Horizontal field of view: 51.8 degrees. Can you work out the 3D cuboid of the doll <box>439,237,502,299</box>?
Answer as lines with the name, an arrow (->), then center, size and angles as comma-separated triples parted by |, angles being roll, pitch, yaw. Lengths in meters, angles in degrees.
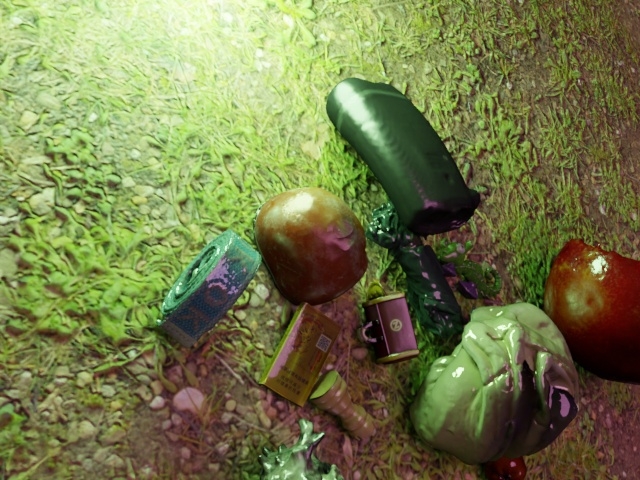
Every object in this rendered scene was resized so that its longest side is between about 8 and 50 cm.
doll -> 0.320, 0.061, 1.411 | 0.190, 0.050, 0.115 | 41, 62, -19

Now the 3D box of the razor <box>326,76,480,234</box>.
razor -> 0.160, -0.169, 1.271 | 0.204, 0.113, 0.349 | -8, 57, -44

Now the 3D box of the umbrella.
umbrella -> 0.203, 0.082, 1.290 | 0.143, 0.094, 0.348 | -40, 100, -43

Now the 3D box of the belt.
belt -> -0.164, 0.068, 1.004 | 0.163, 0.147, 0.082 | -43, 108, 8

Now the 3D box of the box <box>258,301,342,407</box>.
box -> -0.031, 0.191, 1.111 | 0.089, 0.022, 0.156 | 35, 69, -23

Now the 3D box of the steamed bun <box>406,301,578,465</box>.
steamed bun -> 0.336, 0.274, 1.197 | 0.275, 0.206, 0.320 | 31, 96, -37

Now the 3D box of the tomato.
tomato -> 0.000, 0.000, 1.142 | 0.181, 0.155, 0.214 | -39, 99, -34

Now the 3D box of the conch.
conch -> -0.005, 0.419, 0.938 | 0.186, 0.241, 0.313 | 0, 83, -19

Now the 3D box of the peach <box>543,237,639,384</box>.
peach -> 0.690, 0.164, 1.463 | 0.406, 0.335, 0.310 | 18, 85, -36

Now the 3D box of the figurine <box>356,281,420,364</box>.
figurine -> 0.112, 0.154, 1.222 | 0.098, 0.082, 0.154 | -12, 81, -18

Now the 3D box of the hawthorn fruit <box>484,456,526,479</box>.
hawthorn fruit -> 0.364, 0.437, 1.299 | 0.081, 0.081, 0.093 | 52, 23, -9

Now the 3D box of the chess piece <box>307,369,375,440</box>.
chess piece -> 0.039, 0.286, 1.126 | 0.122, 0.066, 0.066 | 51, 52, -17
